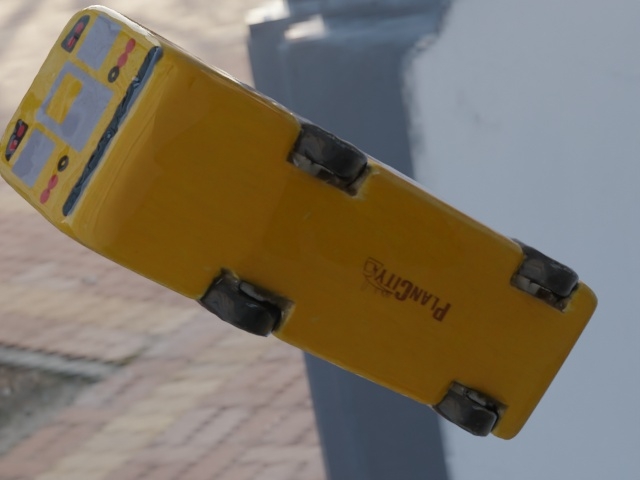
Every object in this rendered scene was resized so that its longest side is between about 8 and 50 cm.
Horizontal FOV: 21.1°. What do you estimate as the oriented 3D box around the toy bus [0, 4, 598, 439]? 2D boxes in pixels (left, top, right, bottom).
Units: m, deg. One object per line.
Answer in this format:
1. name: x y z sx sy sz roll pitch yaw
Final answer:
1. toy bus: 0.000 0.000 0.930 0.332 0.108 0.130 27 4 -40
